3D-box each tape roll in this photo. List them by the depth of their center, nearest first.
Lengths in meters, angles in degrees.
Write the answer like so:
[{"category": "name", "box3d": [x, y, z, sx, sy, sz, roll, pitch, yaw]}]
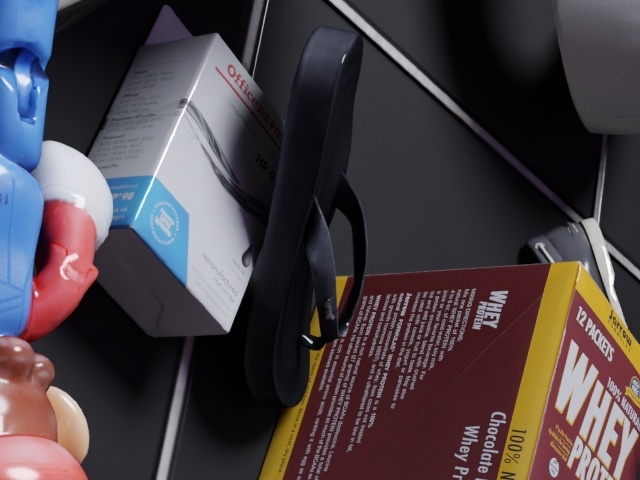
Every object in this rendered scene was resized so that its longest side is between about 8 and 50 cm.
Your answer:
[{"category": "tape roll", "box3d": [0.239, -0.283, 1.371, 0.392, 0.072, 0.392, -2, 90, -74]}]

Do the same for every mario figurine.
[{"category": "mario figurine", "box3d": [-0.195, 0.022, 0.775, 0.170, 0.198, 0.320, 130, -41, -81]}]

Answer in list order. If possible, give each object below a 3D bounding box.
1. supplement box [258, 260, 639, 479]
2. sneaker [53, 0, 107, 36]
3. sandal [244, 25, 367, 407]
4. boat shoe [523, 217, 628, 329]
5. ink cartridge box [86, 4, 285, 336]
[{"category": "supplement box", "box3d": [0.087, 0.131, 1.085, 0.129, 0.194, 0.191, 49, 48, -41]}, {"category": "sneaker", "box3d": [-0.140, -0.187, 0.919, 0.118, 0.083, 0.222, 53, 51, -8]}, {"category": "sandal", "box3d": [0.000, 0.000, 1.009, 0.097, 0.054, 0.254, -62, 165, -56]}, {"category": "boat shoe", "box3d": [0.206, 0.077, 1.333, 0.075, 0.065, 0.206, 79, 2, -57]}, {"category": "ink cartridge box", "box3d": [-0.074, -0.046, 0.992, 0.104, 0.060, 0.180, 51, 46, -40]}]
